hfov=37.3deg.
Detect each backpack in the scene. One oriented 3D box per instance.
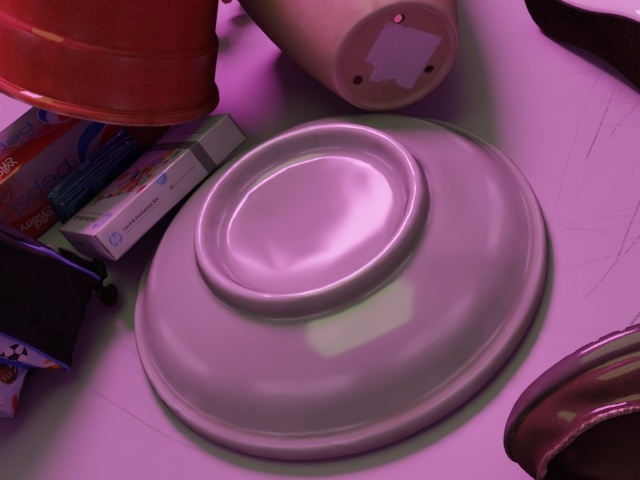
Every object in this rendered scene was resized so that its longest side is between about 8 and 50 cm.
[{"bbox_3d":[-0.380,0.048,0.890,0.263,0.276,0.213,10,68,33],"label":"backpack"}]

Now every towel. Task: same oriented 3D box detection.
[{"bbox_3d":[-0.247,-0.068,1.053,0.029,0.067,0.119,39,70,14],"label":"towel"}]

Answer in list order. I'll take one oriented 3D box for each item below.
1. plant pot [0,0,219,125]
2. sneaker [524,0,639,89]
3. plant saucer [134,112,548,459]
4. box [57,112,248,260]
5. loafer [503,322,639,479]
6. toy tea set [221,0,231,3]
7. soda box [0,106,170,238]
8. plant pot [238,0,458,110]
[{"bbox_3d":[-0.208,-0.293,0.962,0.272,0.265,0.272,13,26,-7],"label":"plant pot"},{"bbox_3d":[0.328,-0.224,0.924,0.123,0.106,0.290,-34,45,-6],"label":"sneaker"},{"bbox_3d":[0.000,0.000,0.866,0.400,0.100,0.400,-11,48,13],"label":"plant saucer"},{"bbox_3d":[-0.179,-0.058,0.994,0.186,0.038,0.145,-46,23,-18],"label":"box"},{"bbox_3d":[0.302,0.125,0.605,0.366,0.134,0.130,-11,49,12],"label":"loafer"},{"bbox_3d":[-0.169,-0.373,1.194,0.336,0.200,0.124,-32,54,-3],"label":"toy tea set"},{"bbox_3d":[-0.305,-0.096,1.080,0.263,0.092,0.083,-44,51,-18],"label":"soda box"},{"bbox_3d":[0.036,-0.269,0.990,0.256,0.256,0.274,-23,48,1],"label":"plant pot"}]
